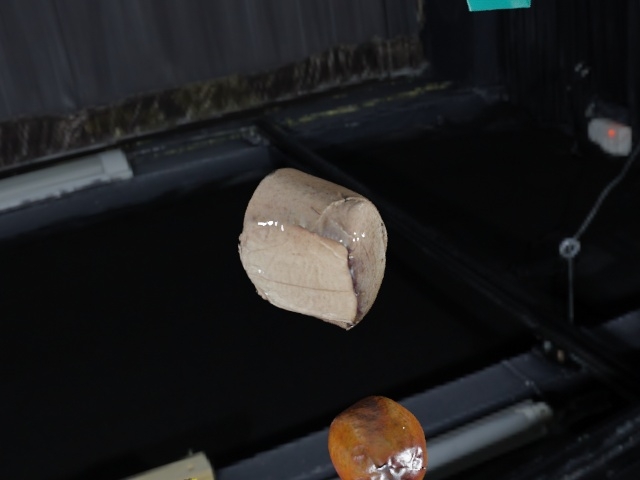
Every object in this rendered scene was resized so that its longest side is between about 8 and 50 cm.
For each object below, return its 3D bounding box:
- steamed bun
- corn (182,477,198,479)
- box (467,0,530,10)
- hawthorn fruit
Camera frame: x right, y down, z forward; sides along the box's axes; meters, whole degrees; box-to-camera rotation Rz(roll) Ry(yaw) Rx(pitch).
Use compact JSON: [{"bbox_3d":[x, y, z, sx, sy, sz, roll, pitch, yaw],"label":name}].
[{"bbox_3d":[0.000,0.000,1.705,0.252,0.301,0.199,14,-125,14],"label":"steamed bun"},{"bbox_3d":[-0.219,0.534,1.794,0.072,0.203,0.072,-21,-158,9],"label":"corn"},{"bbox_3d":[0.233,-0.446,1.298,0.092,0.245,0.153,1,-114,20],"label":"box"},{"bbox_3d":[0.050,0.173,0.770,0.081,0.081,0.093,-13,-165,-9],"label":"hawthorn fruit"}]
